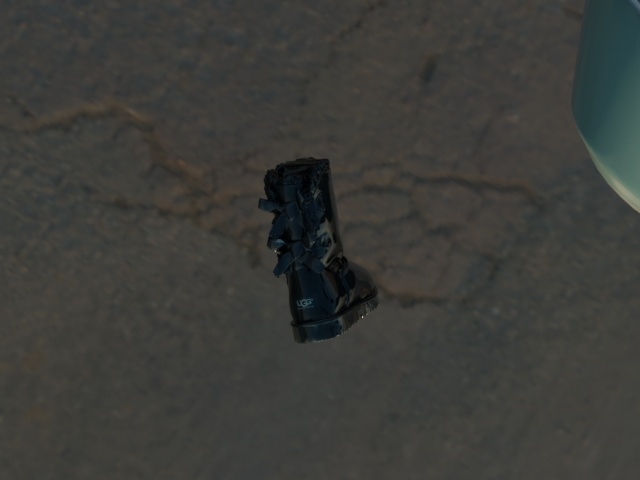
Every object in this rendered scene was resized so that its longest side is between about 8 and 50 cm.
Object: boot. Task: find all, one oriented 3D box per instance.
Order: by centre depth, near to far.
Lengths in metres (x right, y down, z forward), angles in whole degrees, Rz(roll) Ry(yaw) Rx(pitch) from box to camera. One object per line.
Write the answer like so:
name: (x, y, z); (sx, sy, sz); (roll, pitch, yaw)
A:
boot: (0.000, 0.000, 1.008); (0.121, 0.045, 0.099); (-38, 119, -73)

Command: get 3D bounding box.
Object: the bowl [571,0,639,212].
bowl: (0.314, -0.106, 1.304); (0.311, 0.311, 0.163); (-5, 136, -39)
